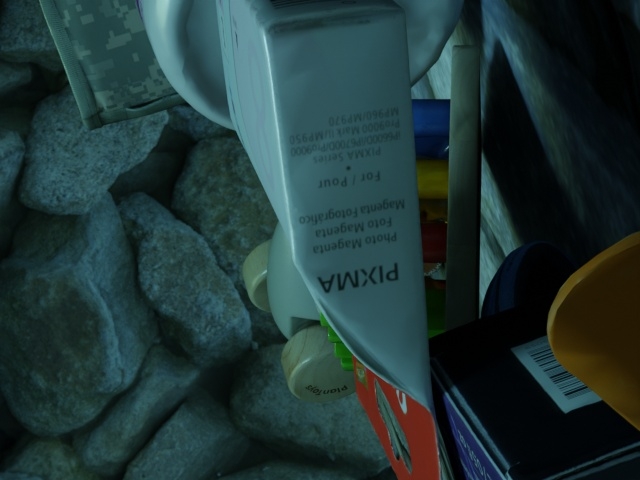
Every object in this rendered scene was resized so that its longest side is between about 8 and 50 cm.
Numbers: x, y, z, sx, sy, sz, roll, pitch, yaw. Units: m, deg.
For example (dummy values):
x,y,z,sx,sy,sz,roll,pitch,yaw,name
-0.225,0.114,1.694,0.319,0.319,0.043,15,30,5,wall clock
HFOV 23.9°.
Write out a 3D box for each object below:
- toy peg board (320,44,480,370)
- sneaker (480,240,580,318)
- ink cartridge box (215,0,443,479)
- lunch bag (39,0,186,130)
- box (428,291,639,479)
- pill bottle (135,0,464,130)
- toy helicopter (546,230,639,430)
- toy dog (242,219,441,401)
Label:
x,y,z,sx,sy,sz,roll,pitch,yaw,name
0.047,-0.001,0.817,0.161,0.079,0.160,70,-159,-73,toy peg board
0.128,0.098,0.694,0.082,0.069,0.209,89,162,-67,sneaker
0.000,0.000,0.623,0.189,0.066,0.232,-117,24,-68,ink cartridge box
-0.107,-0.243,1.136,0.169,0.235,0.287,99,152,-77,lunch bag
0.127,0.134,0.566,0.153,0.108,0.207,-123,15,-74,box
-0.042,-0.209,0.855,0.169,0.169,0.301,74,174,-45,pill bottle
0.130,0.136,0.347,0.355,0.140,0.235,73,179,-66,toy helicopter
0.036,-0.002,1.304,0.333,0.161,0.220,119,137,-65,toy dog
